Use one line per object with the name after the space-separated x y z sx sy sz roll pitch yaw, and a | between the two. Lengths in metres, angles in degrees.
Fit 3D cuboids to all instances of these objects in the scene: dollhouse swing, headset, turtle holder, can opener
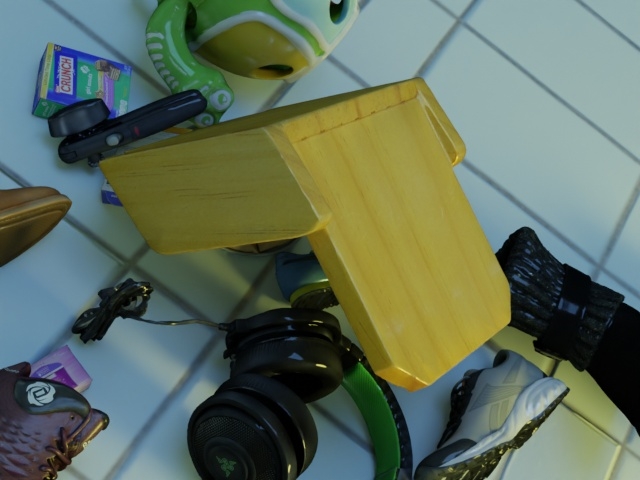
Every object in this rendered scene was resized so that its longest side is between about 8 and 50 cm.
0.000 0.000 1.476 0.347 0.315 0.305 -28 106 -56 | dollhouse swing
-0.075 0.176 1.413 0.394 0.185 0.243 41 41 -19 | headset
-0.080 -0.309 1.660 0.227 0.243 0.320 44 33 -18 | turtle holder
-0.221 -0.135 1.528 0.186 0.073 0.059 -16 36 -6 | can opener

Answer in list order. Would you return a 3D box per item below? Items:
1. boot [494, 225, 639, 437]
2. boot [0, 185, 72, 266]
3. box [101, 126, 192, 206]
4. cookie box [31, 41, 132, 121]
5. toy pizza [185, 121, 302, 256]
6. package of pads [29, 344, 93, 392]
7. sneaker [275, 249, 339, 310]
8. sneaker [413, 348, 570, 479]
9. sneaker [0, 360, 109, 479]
0.331 0.115 1.596 0.260 0.131 0.348 35 5 -9 | boot
-0.427 -0.063 1.385 0.283 0.109 0.220 -23 67 -32 | boot
-0.206 -0.082 1.547 0.081 0.028 0.136 10 52 5 | box
-0.287 -0.181 1.578 0.107 0.040 0.092 14 53 -21 | cookie box
-0.098 -0.070 1.615 0.201 0.032 0.201 15 52 -20 | toy pizza
-0.281 0.148 1.352 0.083 0.032 0.050 -31 77 -41 | package of pads
0.040 0.034 1.598 0.209 0.069 0.082 -4 57 -32 | sneaker
0.183 0.216 1.544 0.108 0.100 0.271 42 40 15 | sneaker
-0.258 0.231 1.234 0.162 0.106 0.281 -22 70 -23 | sneaker
